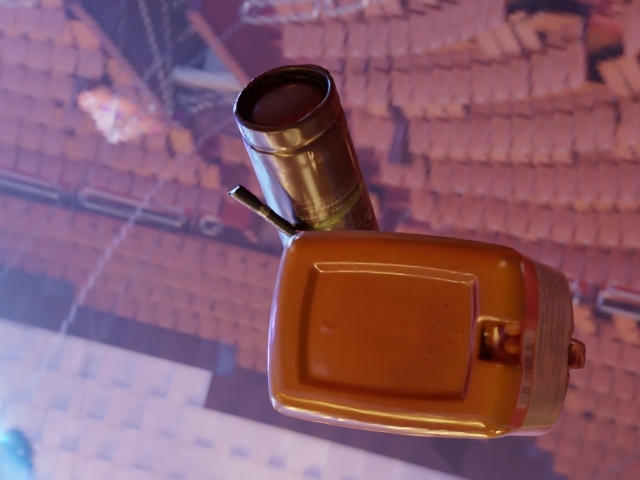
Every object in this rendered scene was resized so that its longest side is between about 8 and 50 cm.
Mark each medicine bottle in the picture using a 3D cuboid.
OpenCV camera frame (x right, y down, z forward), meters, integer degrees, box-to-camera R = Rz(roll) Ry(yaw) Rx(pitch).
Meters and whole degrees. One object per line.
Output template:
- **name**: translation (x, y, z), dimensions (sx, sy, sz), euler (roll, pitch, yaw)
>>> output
- **medicine bottle**: translation (0.074, 0.061, 0.910), dimensions (0.149, 0.112, 0.222), euler (4, 175, 21)

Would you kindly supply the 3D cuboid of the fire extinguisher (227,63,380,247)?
- **fire extinguisher**: translation (0.000, 0.000, 1.422), dimensions (0.105, 0.141, 0.341), euler (42, 158, 45)
